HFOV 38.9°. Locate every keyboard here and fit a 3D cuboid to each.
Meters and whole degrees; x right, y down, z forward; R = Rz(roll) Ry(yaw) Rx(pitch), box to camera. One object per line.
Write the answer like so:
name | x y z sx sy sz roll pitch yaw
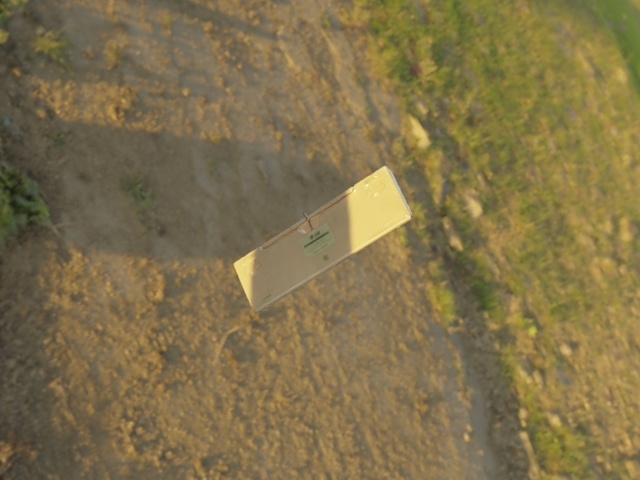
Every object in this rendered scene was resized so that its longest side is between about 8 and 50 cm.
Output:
keyboard | 0.000 0.000 0.771 0.017 0.166 0.055 13 48 -62
